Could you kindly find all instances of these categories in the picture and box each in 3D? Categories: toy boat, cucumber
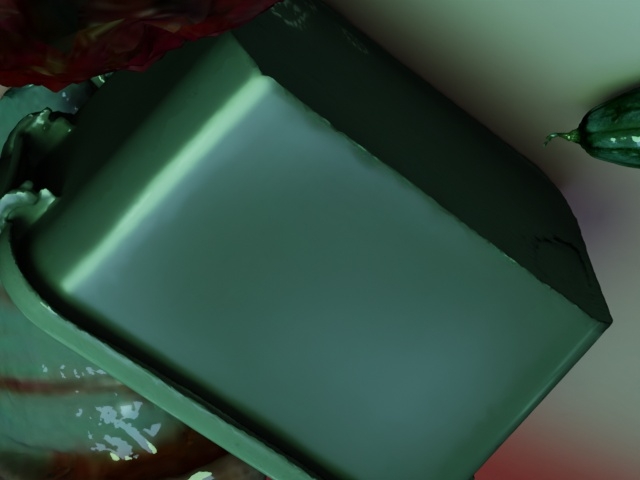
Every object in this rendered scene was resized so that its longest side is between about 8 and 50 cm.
[{"bbox_3d":[-0.130,0.038,0.801,0.206,0.096,0.282,9,128,28],"label":"toy boat"},{"bbox_3d":[0.176,-0.050,0.647,0.168,0.039,0.039,-5,133,17],"label":"cucumber"}]

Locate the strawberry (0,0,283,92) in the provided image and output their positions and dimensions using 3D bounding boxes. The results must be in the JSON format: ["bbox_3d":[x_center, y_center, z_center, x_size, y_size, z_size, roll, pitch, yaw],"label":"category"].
[{"bbox_3d":[-0.104,-0.154,0.492,0.274,0.220,0.274,6,138,5],"label":"strawberry"}]

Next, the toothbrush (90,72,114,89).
[{"bbox_3d":[-0.164,-0.141,0.660,0.026,0.024,0.288,-30,120,36],"label":"toothbrush"}]

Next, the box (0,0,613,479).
[{"bbox_3d":[0.000,0.000,0.655,0.243,0.163,0.135,36,111,-20],"label":"box"}]
